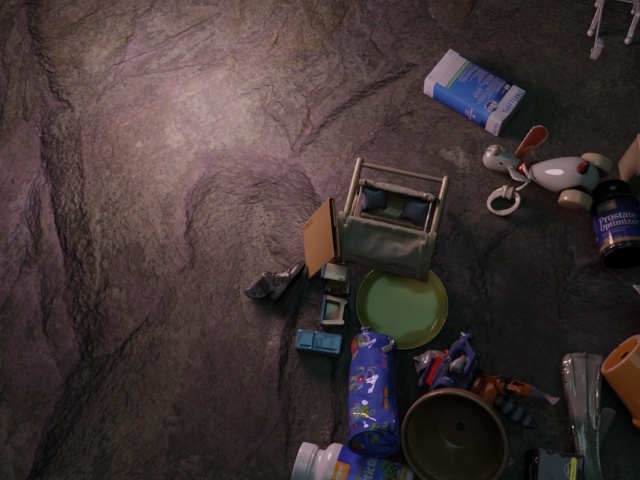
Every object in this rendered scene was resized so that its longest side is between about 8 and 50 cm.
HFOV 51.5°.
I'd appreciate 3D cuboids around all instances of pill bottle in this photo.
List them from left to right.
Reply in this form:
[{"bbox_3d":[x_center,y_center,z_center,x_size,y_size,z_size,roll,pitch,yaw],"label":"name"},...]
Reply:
[{"bbox_3d":[0.073,0.571,1.570,0.272,0.152,0.152,14,72,10],"label":"pill bottle"},{"bbox_3d":[0.775,-0.045,1.726,0.123,0.122,0.219,-1,57,5],"label":"pill bottle"}]

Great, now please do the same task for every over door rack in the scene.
[{"bbox_3d":[0.902,-0.588,1.909,0.240,0.108,0.324,14,52,10],"label":"over door rack"}]

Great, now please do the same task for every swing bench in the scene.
[{"bbox_3d":[0.187,-0.051,1.750,0.254,0.165,0.254,13,63,11],"label":"swing bench"}]

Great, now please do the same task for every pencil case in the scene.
[{"bbox_3d":[0.131,0.361,1.600,0.119,0.133,0.306,30,42,-25],"label":"pencil case"}]

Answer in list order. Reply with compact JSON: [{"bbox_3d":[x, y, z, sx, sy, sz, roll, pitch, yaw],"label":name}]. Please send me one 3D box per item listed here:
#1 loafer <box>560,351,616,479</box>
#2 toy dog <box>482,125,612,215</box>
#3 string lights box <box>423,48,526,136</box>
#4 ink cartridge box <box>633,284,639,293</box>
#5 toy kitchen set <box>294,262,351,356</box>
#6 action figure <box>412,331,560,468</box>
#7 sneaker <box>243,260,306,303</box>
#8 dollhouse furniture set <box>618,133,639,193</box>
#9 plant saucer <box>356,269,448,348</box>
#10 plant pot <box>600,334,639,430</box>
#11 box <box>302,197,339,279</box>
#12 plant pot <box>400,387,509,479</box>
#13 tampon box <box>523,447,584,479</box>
[{"bbox_3d":[0.651,0.425,1.586,0.112,0.112,0.319,-4,69,13],"label":"loafer"},{"bbox_3d":[0.592,-0.192,1.752,0.334,0.161,0.220,0,68,20],"label":"toy dog"},{"bbox_3d":[0.446,-0.432,1.930,0.260,0.076,0.133,36,78,16],"label":"string lights box"},{"bbox_3d":[0.902,0.222,1.564,0.297,0.066,0.261,7,32,-26],"label":"ink cartridge box"},{"bbox_3d":[0.002,0.178,1.709,0.122,0.166,0.207,6,71,8],"label":"toy kitchen set"},{"bbox_3d":[0.359,0.401,1.633,0.330,0.179,0.341,36,107,22],"label":"action figure"},{"bbox_3d":[-0.123,0.104,1.809,0.089,0.051,0.170,37,81,12],"label":"sneaker"},{"bbox_3d":[0.943,-0.201,1.753,0.242,0.161,0.212,-2,70,5],"label":"dollhouse furniture set"},{"bbox_3d":[0.215,0.172,1.759,0.241,0.037,0.240,-2,69,4],"label":"plant saucer"},{"bbox_3d":[0.771,0.329,1.544,0.188,0.205,0.205,44,80,8],"label":"plant pot"},{"bbox_3d":[0.000,0.000,1.762,0.021,0.201,0.164,3,69,-22],"label":"box"},{"bbox_3d":[0.309,0.442,1.508,0.238,0.110,0.237,2,97,20],"label":"plant pot"},{"bbox_3d":[0.534,0.549,1.526,0.102,0.161,0.120,8,72,8],"label":"tampon box"}]
